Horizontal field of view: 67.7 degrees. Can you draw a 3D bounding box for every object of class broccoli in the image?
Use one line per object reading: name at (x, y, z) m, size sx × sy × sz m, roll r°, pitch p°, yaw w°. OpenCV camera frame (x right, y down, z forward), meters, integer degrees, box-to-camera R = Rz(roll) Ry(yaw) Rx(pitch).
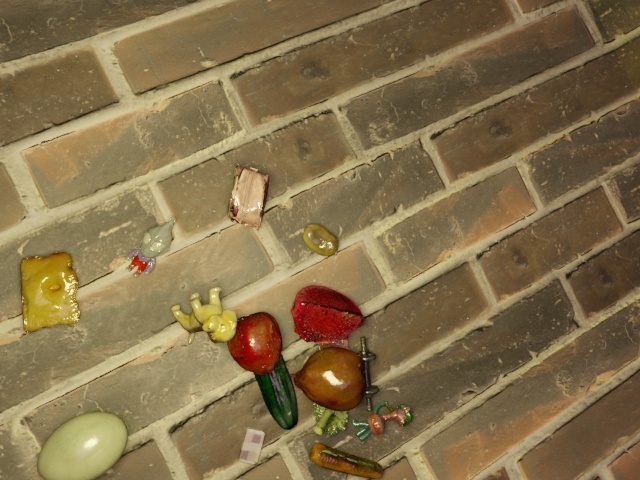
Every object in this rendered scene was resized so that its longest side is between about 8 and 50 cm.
broccoli at (0.018, 0.589, 1.567) m, size 0.118 × 0.204 × 0.122 m, roll -5°, pitch 85°, yaw 17°

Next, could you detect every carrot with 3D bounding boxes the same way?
carrot at (0.089, 0.758, 1.632) m, size 0.260 × 0.070 × 0.070 m, roll 21°, pitch 79°, yaw -13°

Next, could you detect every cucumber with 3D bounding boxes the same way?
cucumber at (-0.133, 0.520, 1.605) m, size 0.115 × 0.063 × 0.243 m, roll -22°, pitch 91°, yaw -14°

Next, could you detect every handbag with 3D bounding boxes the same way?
handbag at (-0.240, -0.143, 1.596) m, size 0.117 × 0.179 × 0.204 m, roll 10°, pitch 81°, yaw -6°

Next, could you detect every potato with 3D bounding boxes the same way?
potato at (0.000, 0.000, 1.689) m, size 0.138 × 0.070 × 0.091 m, roll 38°, pitch 78°, yaw -6°

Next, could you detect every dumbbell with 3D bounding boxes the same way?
dumbbell at (0.159, 0.466, 1.671) m, size 0.082 × 0.081 × 0.253 m, roll -4°, pitch 85°, yaw -14°

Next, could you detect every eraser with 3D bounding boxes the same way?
eraser at (-0.228, 0.678, 1.581) m, size 0.065 × 0.026 × 0.105 m, roll 19°, pitch 80°, yaw -14°

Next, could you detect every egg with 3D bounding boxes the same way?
egg at (-0.690, 0.606, 1.393) m, size 0.253 × 0.186 × 0.186 m, roll -24°, pitch 90°, yaw -18°

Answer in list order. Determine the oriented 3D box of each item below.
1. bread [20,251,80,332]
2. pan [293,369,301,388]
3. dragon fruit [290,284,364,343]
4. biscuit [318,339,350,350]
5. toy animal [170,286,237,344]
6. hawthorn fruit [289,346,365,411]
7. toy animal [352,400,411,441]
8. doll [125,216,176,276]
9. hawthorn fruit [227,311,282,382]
bread at (-0.826, 0.156, 1.465) m, size 0.161 × 0.088 × 0.232 m, roll -6°, pitch 83°, yaw -19°
pan at (-0.044, 0.462, 1.651) m, size 0.068 × 0.023 × 0.115 m, roll 39°, pitch 77°, yaw -6°
dragon fruit at (0.015, 0.247, 1.633) m, size 0.262 × 0.163 × 0.189 m, roll 16°, pitch 52°, yaw -15°
biscuit at (0.056, 0.383, 1.686) m, size 0.119 × 0.019 × 0.130 m, roll -40°, pitch 94°, yaw -14°
toy animal at (-0.364, 0.242, 1.502) m, size 0.121 × 0.233 × 0.168 m, roll -15°, pitch 91°, yaw -49°
hawthorn fruit at (0.022, 0.455, 1.574) m, size 0.249 × 0.208 × 0.207 m, roll -3°, pitch 84°, yaw 1°
toy animal at (0.213, 0.624, 1.672) m, size 0.209 × 0.100 × 0.103 m, roll -18°, pitch 49°, yaw -12°
doll at (-0.544, 0.016, 1.556) m, size 0.102 × 0.075 × 0.227 m, roll 39°, pitch 88°, yaw 3°
hawthorn fruit at (-0.192, 0.347, 1.538) m, size 0.181 × 0.181 × 0.235 m, roll -27°, pitch 80°, yaw -15°
